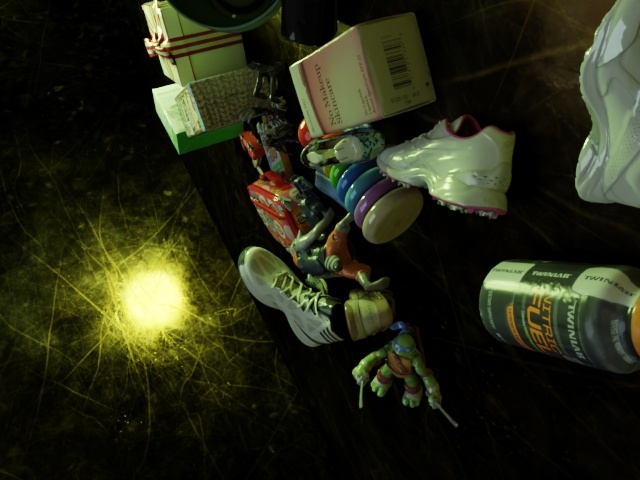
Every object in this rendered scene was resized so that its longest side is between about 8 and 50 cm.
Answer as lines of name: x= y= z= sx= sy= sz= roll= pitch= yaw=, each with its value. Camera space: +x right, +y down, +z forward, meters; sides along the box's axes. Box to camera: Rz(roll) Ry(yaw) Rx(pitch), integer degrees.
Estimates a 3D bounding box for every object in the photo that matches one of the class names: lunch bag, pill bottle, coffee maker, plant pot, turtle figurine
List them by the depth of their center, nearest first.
pill bottle: x=0.336 y=0.092 z=0.605 sx=0.246 sy=0.131 sz=0.130 roll=-1 pitch=111 yaw=68
coffee maker: x=-0.027 y=-0.455 z=0.855 sx=0.120 sy=0.171 sz=0.178 roll=39 pitch=151 yaw=22
plant pot: x=-0.191 y=-0.590 z=1.015 sx=0.196 sy=0.293 sz=0.292 roll=-78 pitch=-31 yaw=-78
turtle figurine: x=0.184 y=0.361 z=1.148 sx=0.266 sy=0.198 sz=0.274 roll=79 pitch=179 yaw=-56
lunch bag: x=-0.112 y=-0.099 z=1.473 sx=0.293 sy=0.120 sz=0.258 roll=30 pitch=149 yaw=56

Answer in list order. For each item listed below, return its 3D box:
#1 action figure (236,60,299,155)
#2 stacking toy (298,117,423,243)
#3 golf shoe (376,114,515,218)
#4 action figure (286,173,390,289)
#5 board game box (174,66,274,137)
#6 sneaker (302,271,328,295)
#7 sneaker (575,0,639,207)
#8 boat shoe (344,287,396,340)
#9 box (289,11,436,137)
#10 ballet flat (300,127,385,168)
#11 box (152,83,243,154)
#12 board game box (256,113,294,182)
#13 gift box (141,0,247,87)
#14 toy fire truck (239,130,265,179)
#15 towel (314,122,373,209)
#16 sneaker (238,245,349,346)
action figure: x=-0.150 y=-0.353 z=1.318 sx=0.164 sy=0.141 sz=0.275 roll=30 pitch=139 yaw=40
stacking toy: x=0.060 y=-0.149 z=0.986 sx=0.330 sy=0.141 sz=0.141 roll=51 pitch=155 yaw=28
golf shoe: x=0.200 y=-0.138 z=0.767 sx=0.306 sy=0.115 sz=0.140 roll=39 pitch=121 yaw=57
action figure: x=0.000 y=0.000 z=1.213 sx=0.341 sy=0.178 sz=0.330 roll=56 pitch=154 yaw=-14
board game box: x=-0.310 y=-0.434 z=1.487 sx=0.291 sy=0.232 sz=0.141 roll=16 pitch=126 yaw=63
sneaker: x=-0.022 y=0.147 z=1.654 sx=0.135 sy=0.058 sz=0.052 roll=57 pitch=158 yaw=23
sneaker: x=0.331 y=-0.132 z=0.464 sx=0.115 sy=0.090 sz=0.232 roll=29 pitch=148 yaw=49
boat shoe: x=0.134 y=0.177 z=1.158 sx=0.341 sy=0.110 sz=0.121 roll=-7 pitch=-98 yaw=-82
box: x=0.067 y=-0.283 z=0.836 sx=0.232 sy=0.127 sz=0.148 roll=4 pitch=116 yaw=60
ballet flat: x=0.034 y=-0.166 z=0.882 sx=0.189 sy=0.070 sz=0.070 roll=-4 pitch=110 yaw=47
box: x=-0.454 y=-0.477 z=1.758 sx=0.231 sy=0.262 sz=0.126 roll=60 pitch=158 yaw=20
board game box: x=-0.142 y=-0.280 z=1.529 sx=0.124 sy=0.039 sz=0.259 roll=19 pitch=127 yaw=62
gift box: x=-0.412 y=-0.653 z=1.466 sx=0.255 sy=0.258 sz=0.276 roll=37 pitch=146 yaw=52
toy fire truck: x=-0.232 y=-0.300 z=1.704 sx=0.192 sy=0.047 sz=0.135 roll=50 pitch=155 yaw=39
towel: x=0.046 y=-0.221 z=1.118 sx=0.243 sy=0.040 sz=0.335 roll=44 pitch=150 yaw=44
sneaker: x=-0.057 y=0.169 z=1.552 sx=0.447 sy=0.169 sz=0.258 roll=49 pitch=142 yaw=-17
